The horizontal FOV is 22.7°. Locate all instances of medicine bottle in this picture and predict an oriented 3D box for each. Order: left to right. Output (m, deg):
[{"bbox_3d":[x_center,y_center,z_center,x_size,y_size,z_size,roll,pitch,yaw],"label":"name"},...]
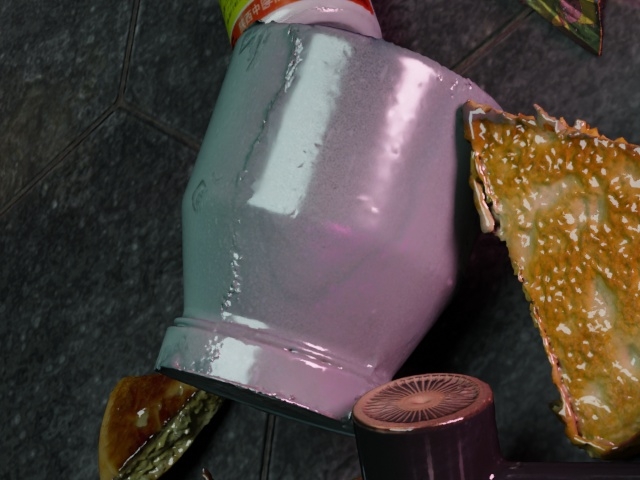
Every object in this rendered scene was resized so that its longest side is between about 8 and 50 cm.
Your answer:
[{"bbox_3d":[-0.031,-0.249,1.525,0.139,0.139,0.225,-35,50,26],"label":"medicine bottle"},{"bbox_3d":[0.000,0.000,1.301,0.245,0.245,0.290,9,76,45],"label":"medicine bottle"}]

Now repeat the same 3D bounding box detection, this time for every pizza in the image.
[{"bbox_3d":[0.211,0.033,1.178,0.288,0.074,0.251,23,104,36],"label":"pizza"}]

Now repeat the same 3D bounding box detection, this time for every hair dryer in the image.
[{"bbox_3d":[0.200,0.200,1.124,0.352,0.107,0.189,-1,108,25],"label":"hair dryer"}]

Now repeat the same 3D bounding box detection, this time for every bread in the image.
[{"bbox_3d":[-0.160,0.185,1.479,0.154,0.054,0.136,-13,37,45],"label":"bread"}]

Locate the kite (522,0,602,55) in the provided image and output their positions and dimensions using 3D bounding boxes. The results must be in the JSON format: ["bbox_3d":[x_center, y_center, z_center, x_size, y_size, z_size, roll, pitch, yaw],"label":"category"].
[{"bbox_3d":[0.207,-0.298,1.421,0.234,0.016,0.321,-8,65,42],"label":"kite"}]

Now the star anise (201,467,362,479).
[{"bbox_3d":[-0.061,0.270,1.312,0.346,0.148,0.237,14,59,48],"label":"star anise"}]
